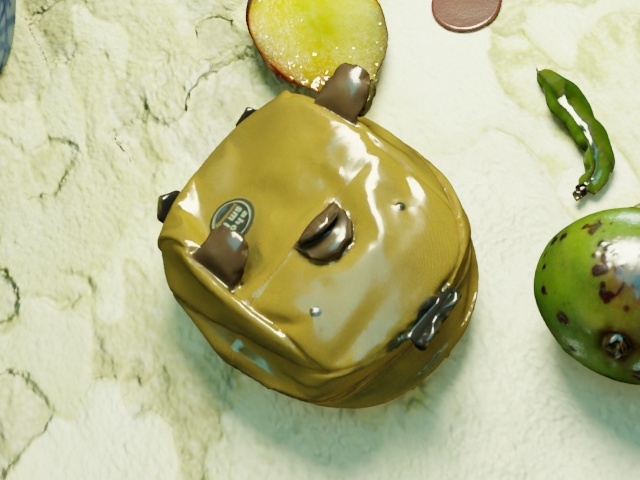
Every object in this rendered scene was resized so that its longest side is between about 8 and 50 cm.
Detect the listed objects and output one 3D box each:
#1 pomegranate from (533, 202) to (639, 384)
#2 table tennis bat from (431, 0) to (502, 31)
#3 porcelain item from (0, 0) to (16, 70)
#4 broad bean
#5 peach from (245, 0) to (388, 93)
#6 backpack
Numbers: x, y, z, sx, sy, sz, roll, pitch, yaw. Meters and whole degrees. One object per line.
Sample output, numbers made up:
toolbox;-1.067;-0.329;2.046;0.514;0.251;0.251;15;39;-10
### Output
pomegranate;0.336;0.041;0.863;0.202;0.202;0.248;17;43;19
table tennis bat;0.213;-0.361;1.152;0.098;0.019;0.154;13;72;19
porcelain item;-0.559;-0.392;1.224;0.178;0.242;0.405;-2;69;-14
broad bean;0.321;-0.142;1.014;0.061;0.046;0.195;-11;66;5
peach;0.002;-0.277;1.136;0.189;0.068;0.279;-18;62;-4
backpack;0.003;0.001;0.937;0.378;0.201;0.353;32;81;26
